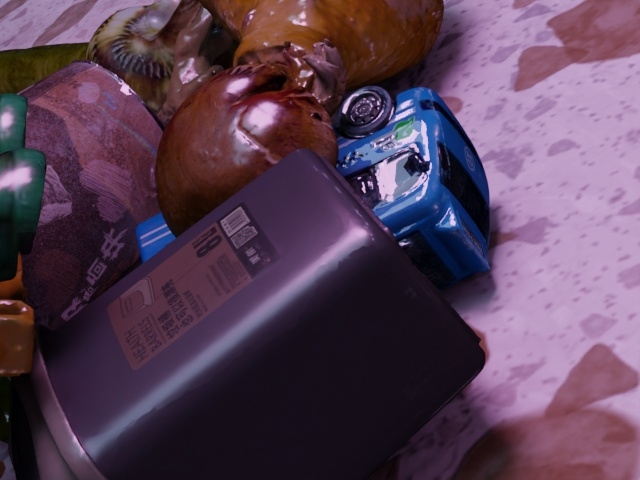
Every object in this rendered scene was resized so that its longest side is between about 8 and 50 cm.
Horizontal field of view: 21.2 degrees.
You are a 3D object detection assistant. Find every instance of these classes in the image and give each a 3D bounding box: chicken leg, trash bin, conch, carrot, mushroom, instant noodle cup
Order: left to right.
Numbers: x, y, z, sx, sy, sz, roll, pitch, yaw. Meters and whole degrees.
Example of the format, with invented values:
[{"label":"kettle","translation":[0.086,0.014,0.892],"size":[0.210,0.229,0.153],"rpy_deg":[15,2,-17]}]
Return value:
[{"label":"instant noodle cup","translation":[-0.237,-0.027,1.436],"size":[0.207,0.217,0.217],"rpy_deg":[-40,28,-27]},{"label":"carrot","translation":[-0.290,-0.183,1.879],"size":[0.358,0.074,0.074],"rpy_deg":[-3,39,41]},{"label":"conch","translation":[-0.135,-0.187,1.661],"size":[0.181,0.124,0.187],"rpy_deg":[8,57,54]},{"label":"trash bin","translation":[-0.062,0.095,1.051],"size":[0.290,0.182,0.209],"rpy_deg":[-40,27,2]},{"label":"mushroom","translation":[-0.043,-0.065,1.161],"size":[0.135,0.080,0.170],"rpy_deg":[36,88,27]},{"label":"chicken leg","translation":[-0.044,-0.198,1.400],"size":[0.182,0.295,0.409],"rpy_deg":[-42,14,33]}]

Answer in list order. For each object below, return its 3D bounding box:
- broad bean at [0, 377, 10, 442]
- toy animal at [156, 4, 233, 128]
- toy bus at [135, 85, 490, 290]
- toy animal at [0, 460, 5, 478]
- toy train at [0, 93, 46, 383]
[{"label":"broad bean","translation":[-0.291,0.131,1.403],"size":[0.227,0.039,0.069],"rpy_deg":[1,36,47]},{"label":"toy animal","translation":[-0.098,-0.156,1.545],"size":[0.086,0.069,0.220],"rpy_deg":[21,92,31]},{"label":"toy bus","translation":[0.000,0.000,1.222],"size":[0.246,0.113,0.134],"rpy_deg":[-25,49,14]},{"label":"toy animal","translation":[-0.313,0.227,1.188],"size":[0.116,0.114,0.255],"rpy_deg":[-2,42,49]},{"label":"toy train","translation":[-0.281,0.037,1.117],"size":[0.178,0.249,0.429],"rpy_deg":[3,17,-13]}]
